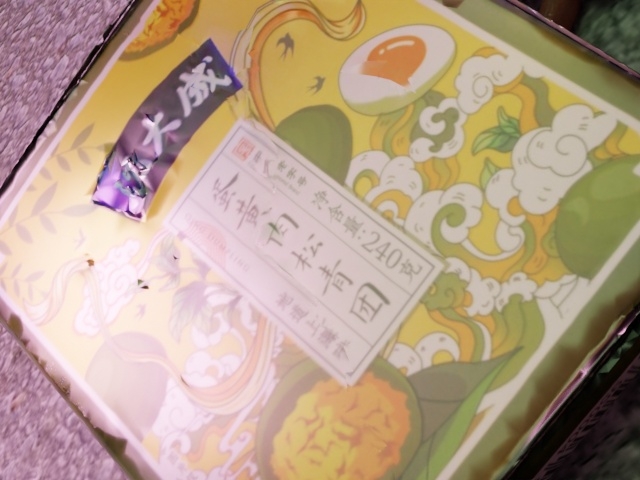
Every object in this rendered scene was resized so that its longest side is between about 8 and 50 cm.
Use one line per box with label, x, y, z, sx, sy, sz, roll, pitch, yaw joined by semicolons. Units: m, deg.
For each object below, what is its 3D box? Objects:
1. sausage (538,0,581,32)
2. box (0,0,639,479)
sausage;0.152;-0.101;0.660;0.029;0.029;0.223;13;78;47
box;0.000;0.000;0.583;0.420;0.138;0.373;41;99;28
